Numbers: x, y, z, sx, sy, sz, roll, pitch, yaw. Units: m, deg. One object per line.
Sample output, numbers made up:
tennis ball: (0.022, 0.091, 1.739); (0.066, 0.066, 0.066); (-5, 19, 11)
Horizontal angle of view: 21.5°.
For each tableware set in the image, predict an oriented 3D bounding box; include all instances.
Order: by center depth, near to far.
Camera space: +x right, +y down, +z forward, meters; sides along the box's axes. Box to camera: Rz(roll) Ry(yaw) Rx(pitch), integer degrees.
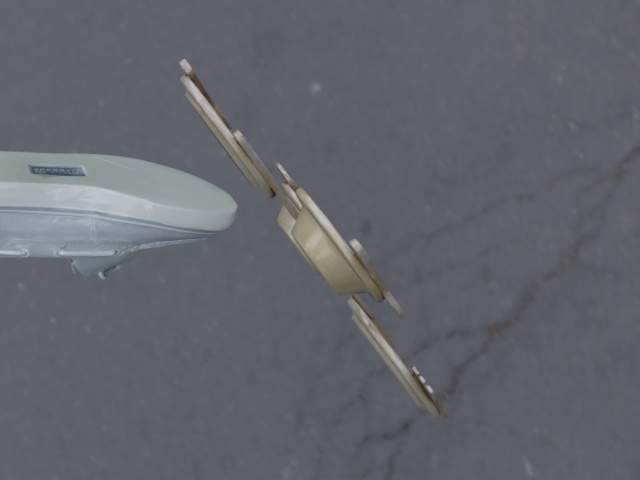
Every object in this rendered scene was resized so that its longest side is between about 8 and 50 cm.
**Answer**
tableware set: (0.000, 0.000, 0.716); (0.020, 0.141, 0.169); (-37, 52, -2)

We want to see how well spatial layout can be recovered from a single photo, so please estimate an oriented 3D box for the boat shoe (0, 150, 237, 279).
boat shoe: (-0.178, -0.015, 1.261); (0.227, 0.081, 0.079); (5, 27, -19)
